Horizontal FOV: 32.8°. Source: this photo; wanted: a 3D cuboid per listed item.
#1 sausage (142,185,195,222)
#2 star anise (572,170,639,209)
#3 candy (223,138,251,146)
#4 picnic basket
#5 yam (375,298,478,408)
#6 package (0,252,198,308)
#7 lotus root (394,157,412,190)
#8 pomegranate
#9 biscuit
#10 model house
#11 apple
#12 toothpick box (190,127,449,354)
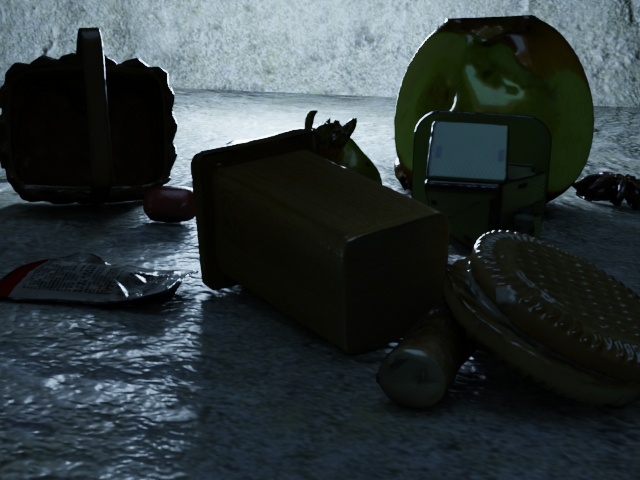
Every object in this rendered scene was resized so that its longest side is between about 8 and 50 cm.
[{"bbox_3d":[-0.241,-0.056,1.764,0.094,0.059,0.054,1,58,-3],"label":"sausage"},{"bbox_3d":[0.556,-0.096,2.022,0.167,0.057,0.168,1,14,0],"label":"star anise"},{"bbox_3d":[-0.069,-0.095,1.781,0.184,0.137,0.195,1,12,-4],"label":"candy"},{"bbox_3d":[-0.383,-0.187,1.788,0.291,0.254,0.321,-3,-7,-16],"label":"picnic basket"},{"bbox_3d":[0.157,0.097,1.193,0.081,0.081,0.356,8,17,23],"label":"yam"},{"bbox_3d":[-0.288,0.049,1.399,0.239,0.030,0.154,4,16,8],"label":"package"},{"bbox_3d":[0.197,-0.153,2.137,0.108,0.094,0.190,-29,1,36],"label":"lotus root"},{"bbox_3d":[0.008,-0.081,1.567,0.198,0.198,0.246,-11,-19,-42],"label":"pomegranate"},{"bbox_3d":[0.248,0.077,1.136,0.259,0.079,0.259,23,23,-10],"label":"biscuit"},{"bbox_3d":[0.230,-0.063,1.622,0.218,0.205,0.279,4,22,11],"label":"model house"},{"bbox_3d":[0.312,-0.233,1.943,0.374,0.374,0.384,5,17,13],"label":"apple"},{"bbox_3d":[0.000,0.000,1.320,0.187,0.190,0.308,-15,26,-32],"label":"toothpick box"}]
